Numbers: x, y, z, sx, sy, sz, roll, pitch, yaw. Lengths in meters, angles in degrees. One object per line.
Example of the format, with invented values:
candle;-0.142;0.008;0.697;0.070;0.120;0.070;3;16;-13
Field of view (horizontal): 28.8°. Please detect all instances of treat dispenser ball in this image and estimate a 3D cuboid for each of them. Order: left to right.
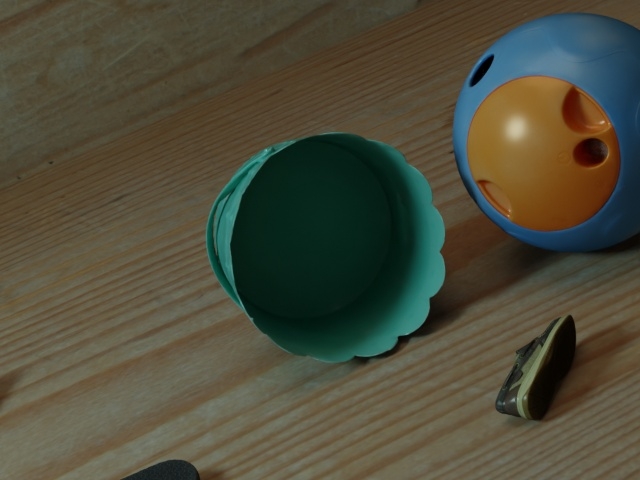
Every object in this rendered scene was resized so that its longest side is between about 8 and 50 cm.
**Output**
treat dispenser ball;0.304;-0.129;1.508;0.288;0.288;0.288;-18;21;7

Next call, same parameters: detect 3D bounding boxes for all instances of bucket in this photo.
bucket;0.000;0.000;1.523;0.281;0.281;0.183;-25;12;-10

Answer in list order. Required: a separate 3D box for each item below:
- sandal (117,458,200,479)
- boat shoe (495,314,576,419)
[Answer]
sandal;-0.245;0.306;1.315;0.254;0.054;0.097;-15;27;-11
boat shoe;0.223;0.126;1.289;0.049;0.056;0.152;0;29;32
